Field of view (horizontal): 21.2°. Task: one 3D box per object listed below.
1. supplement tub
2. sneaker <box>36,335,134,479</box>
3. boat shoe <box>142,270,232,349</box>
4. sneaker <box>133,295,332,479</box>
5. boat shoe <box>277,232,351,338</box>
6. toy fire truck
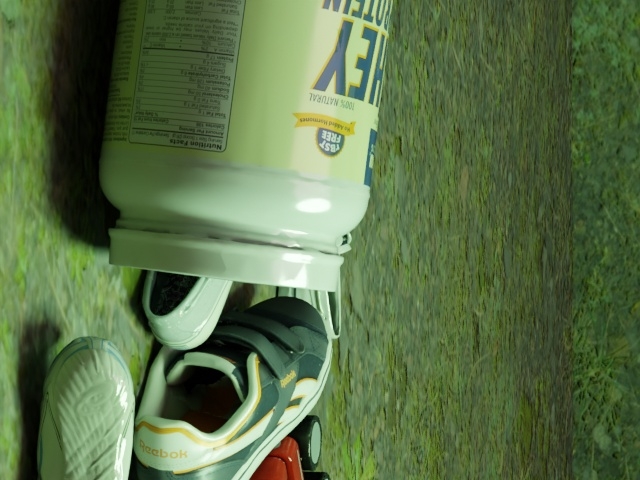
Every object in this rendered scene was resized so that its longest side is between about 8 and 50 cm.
[{"bbox_3d":[-0.064,-0.128,1.475,0.235,0.235,0.325,9,87,-69],"label":"supplement tub"},{"bbox_3d":[-0.202,0.197,1.443,0.086,0.085,0.237,-111,-149,-81],"label":"sneaker"},{"bbox_3d":[-0.108,-0.011,1.616,0.081,0.079,0.228,63,42,-62],"label":"boat shoe"},{"bbox_3d":[-0.078,0.131,1.674,0.321,0.126,0.127,-57,150,-49],"label":"sneaker"},{"bbox_3d":[0.000,0.000,1.904,0.083,0.075,0.226,-29,123,-65],"label":"boat shoe"},{"bbox_3d":[-0.088,0.316,1.715,0.246,0.158,0.217,-73,159,-52],"label":"toy fire truck"}]
